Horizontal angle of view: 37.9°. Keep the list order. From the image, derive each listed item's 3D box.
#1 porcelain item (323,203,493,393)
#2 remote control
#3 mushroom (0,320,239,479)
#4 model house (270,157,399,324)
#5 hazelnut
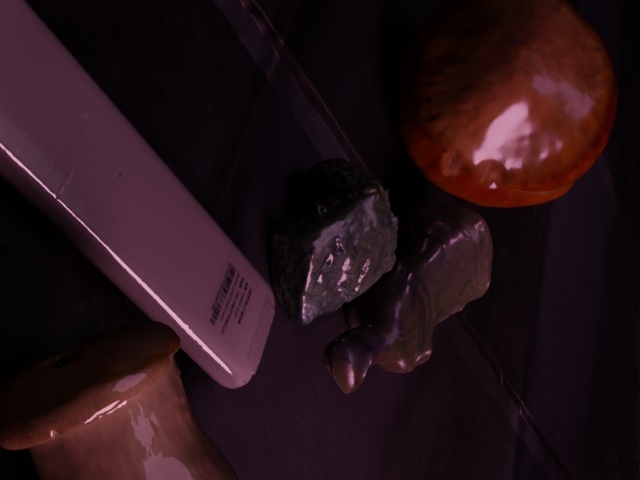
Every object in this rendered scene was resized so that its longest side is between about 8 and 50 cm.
[{"bbox_3d":[0.057,0.047,0.646,0.216,0.069,0.081,-41,132,-56],"label":"porcelain item"},{"bbox_3d":[-0.100,-0.022,0.435,0.261,0.029,0.067,52,43,-39],"label":"remote control"},{"bbox_3d":[-0.066,0.155,0.394,0.096,0.108,0.246,-148,-132,-76],"label":"mushroom"},{"bbox_3d":[0.000,0.000,0.580,0.083,0.066,0.078,-32,125,-38],"label":"model house"},{"bbox_3d":[0.136,-0.104,0.730,0.182,0.182,0.182,17,71,-58],"label":"hazelnut"}]
